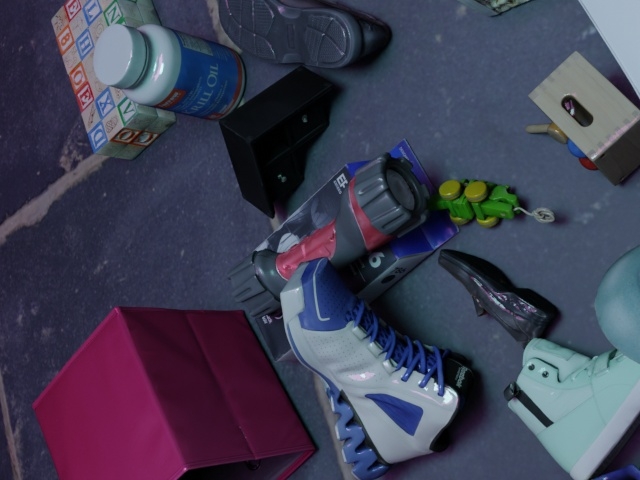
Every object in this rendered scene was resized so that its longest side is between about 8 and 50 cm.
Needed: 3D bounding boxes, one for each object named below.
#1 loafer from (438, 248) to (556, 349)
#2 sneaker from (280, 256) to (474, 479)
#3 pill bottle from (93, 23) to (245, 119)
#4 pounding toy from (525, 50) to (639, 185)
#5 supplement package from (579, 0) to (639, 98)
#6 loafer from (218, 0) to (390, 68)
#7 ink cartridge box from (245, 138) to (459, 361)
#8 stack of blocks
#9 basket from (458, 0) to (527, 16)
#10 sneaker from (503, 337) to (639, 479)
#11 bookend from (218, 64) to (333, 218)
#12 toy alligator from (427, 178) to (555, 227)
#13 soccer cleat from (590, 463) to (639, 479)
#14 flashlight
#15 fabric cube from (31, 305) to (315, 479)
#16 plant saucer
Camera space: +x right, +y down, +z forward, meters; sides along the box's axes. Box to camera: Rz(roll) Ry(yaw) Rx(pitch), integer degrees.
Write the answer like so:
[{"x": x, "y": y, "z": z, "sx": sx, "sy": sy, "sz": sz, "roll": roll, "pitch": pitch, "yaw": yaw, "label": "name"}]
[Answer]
[{"x": 0.206, "y": 0.068, "z": 1.131, "sx": 0.170, "sy": 0.062, "sz": 0.061, "roll": 39, "pitch": 115, "yaw": 36, "label": "loafer"}, {"x": 0.088, "y": 0.151, "z": 1.147, "sx": 0.182, "sy": 0.127, "sz": 0.315, "roll": -16, "pitch": 112, "yaw": 21, "label": "sneaker"}, {"x": -0.232, "y": -0.261, "z": 1.405, "sx": 0.124, "sy": 0.222, "sz": 0.124, "roll": -3, "pitch": 86, "yaw": 40, "label": "pill bottle"}, {"x": 0.294, "y": -0.133, "z": 1.039, "sx": 0.100, "sy": 0.130, "sz": 0.141, "roll": -44, "pitch": 61, "yaw": 15, "label": "pounding toy"}, {"x": 0.383, "y": -0.287, "z": 0.949, "sx": 0.204, "sy": 0.145, "sz": 0.261, "roll": -37, "pitch": 67, "yaw": 32, "label": "supplement package"}, {"x": -0.029, "y": -0.312, "z": 1.342, "sx": 0.303, "sy": 0.095, "sz": 0.109, "roll": 26, "pitch": 123, "yaw": 42, "label": "loafer"}, {"x": 0.024, "y": 0.017, "z": 1.282, "sx": 0.333, "sy": 0.065, "sz": 0.165, "roll": -42, "pitch": 62, "yaw": 28, "label": "ink cartridge box"}, {"x": -0.351, "y": -0.312, "z": 1.593, "sx": 0.171, "sy": 0.087, "sz": 0.297, "roll": -35, "pitch": 66, "yaw": 32, "label": "stack of blocks"}, {"x": 0.218, "y": -0.376, "z": 1.117, "sx": 0.103, "sy": 0.113, "sz": 0.167, "roll": -11, "pitch": 81, "yaw": 36, "label": "basket"}, {"x": 0.307, "y": 0.132, "z": 1.017, "sx": 0.151, "sy": 0.094, "sz": 0.255, "roll": 42, "pitch": 114, "yaw": 28, "label": "sneaker"}, {"x": -0.051, "y": -0.142, "z": 1.333, "sx": 0.072, "sy": 0.156, "sz": 0.157, "roll": 36, "pitch": 153, "yaw": 35, "label": "bookend"}, {"x": 0.212, "y": -0.052, "z": 1.142, "sx": 0.190, "sy": 0.056, "sz": 0.051, "roll": 7, "pitch": 51, "yaw": 39, "label": "toy alligator"}, {"x": 0.231, "y": 0.326, "z": 0.978, "sx": 0.289, "sy": 0.121, "sz": 0.093, "roll": -27, "pitch": 39, "yaw": -2, "label": "soccer cleat"}, {"x": 0.000, "y": 0.000, "z": 1.194, "sx": 0.304, "sy": 0.103, "sz": 0.103, "roll": -31, "pitch": 69, "yaw": 33, "label": "flashlight"}, {"x": -0.216, "y": 0.274, "z": 1.335, "sx": 0.254, "sy": 0.259, "sz": 0.258, "roll": -48, "pitch": 58, "yaw": 27, "label": "fabric cube"}, {"x": 0.377, "y": 0.049, "z": 0.928, "sx": 0.195, "sy": 0.037, "sz": 0.194, "roll": -13, "pitch": 42, "yaw": 12, "label": "plant saucer"}]
